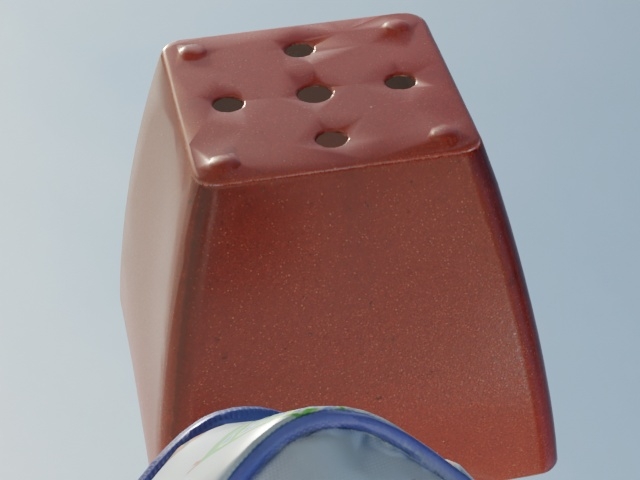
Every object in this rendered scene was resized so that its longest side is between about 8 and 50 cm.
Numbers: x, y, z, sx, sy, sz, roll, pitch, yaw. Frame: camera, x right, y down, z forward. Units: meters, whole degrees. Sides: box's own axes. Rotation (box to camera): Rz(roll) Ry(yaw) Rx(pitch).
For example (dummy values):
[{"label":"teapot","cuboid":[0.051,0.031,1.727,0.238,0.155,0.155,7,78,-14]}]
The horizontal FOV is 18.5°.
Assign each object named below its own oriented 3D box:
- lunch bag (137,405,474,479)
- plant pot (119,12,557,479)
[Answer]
[{"label":"lunch bag","cuboid":[0.017,0.206,0.596,0.303,0.243,0.115,39,-18,-15]},{"label":"plant pot","cuboid":[0.000,0.000,1.309,0.267,0.267,0.236,-108,-168,-53]}]
